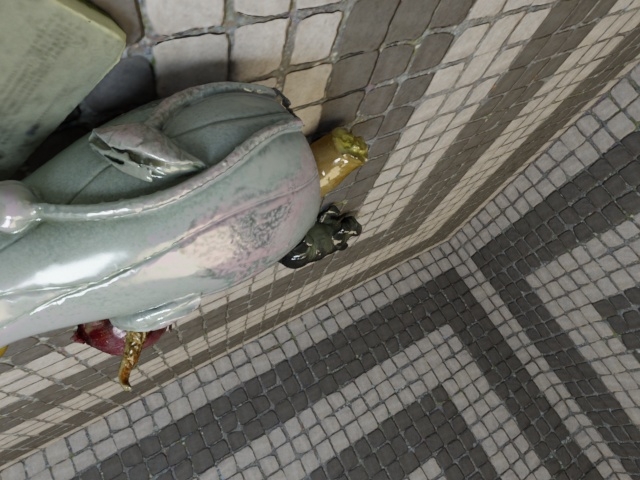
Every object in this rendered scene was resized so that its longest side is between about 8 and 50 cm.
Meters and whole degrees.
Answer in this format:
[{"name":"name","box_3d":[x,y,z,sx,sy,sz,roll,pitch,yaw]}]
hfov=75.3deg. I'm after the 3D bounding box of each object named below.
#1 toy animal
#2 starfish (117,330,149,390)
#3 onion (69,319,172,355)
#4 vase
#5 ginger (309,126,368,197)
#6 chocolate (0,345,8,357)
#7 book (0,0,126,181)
[{"name":"toy animal","box_3d":[0.014,-0.010,1.099,0.168,0.106,0.343,-42,163,30]},{"name":"starfish","box_3d":[-0.284,0.037,0.648,0.293,0.084,0.301,81,28,-49]},{"name":"onion","box_3d":[-0.394,0.150,0.792,0.195,0.159,0.159,-23,165,12]},{"name":"vase","box_3d":[-0.219,-0.012,0.443,0.446,0.250,0.250,-28,164,-29]},{"name":"ginger","box_3d":[-0.072,-0.043,0.770,0.376,0.166,0.236,-25,155,-3]},{"name":"chocolate","box_3d":[-0.489,0.185,0.351,0.162,0.162,0.445,-37,-163,18]},{"name":"book","box_3d":[-0.340,-0.135,0.269,0.239,0.035,0.352,-35,163,19]}]
